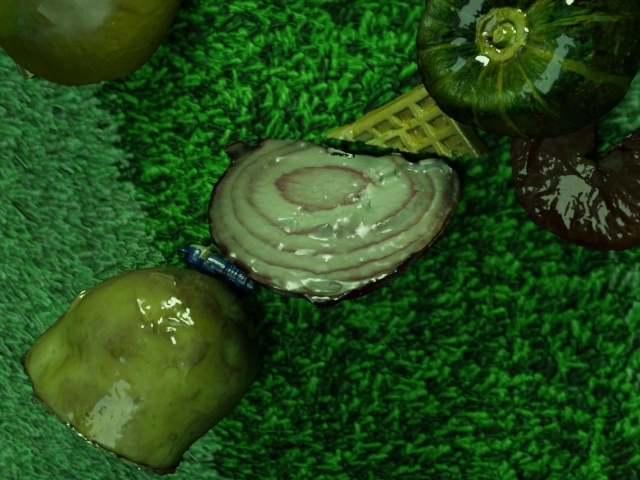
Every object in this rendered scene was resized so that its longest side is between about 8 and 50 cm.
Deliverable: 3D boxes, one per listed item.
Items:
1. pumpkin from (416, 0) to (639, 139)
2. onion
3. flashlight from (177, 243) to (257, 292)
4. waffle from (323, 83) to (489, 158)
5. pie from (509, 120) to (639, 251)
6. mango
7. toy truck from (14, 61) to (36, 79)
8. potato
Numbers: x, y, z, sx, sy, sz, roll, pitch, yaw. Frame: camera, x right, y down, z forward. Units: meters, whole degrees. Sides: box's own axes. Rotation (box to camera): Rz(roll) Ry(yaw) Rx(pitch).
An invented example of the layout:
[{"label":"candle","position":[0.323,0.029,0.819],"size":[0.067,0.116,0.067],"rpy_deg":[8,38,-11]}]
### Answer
[{"label":"pumpkin","position":[0.239,-0.230,1.602],"size":[0.260,0.189,0.260],"rpy_deg":[4,96,37]},{"label":"onion","position":[0.000,0.000,1.806],"size":[0.314,0.280,0.146],"rpy_deg":[16,137,21]},{"label":"flashlight","position":[-0.141,0.034,2.032],"size":[0.121,0.057,0.035],"rpy_deg":[26,87,7]},{"label":"waffle","position":[0.103,-0.118,1.824],"size":[0.191,0.032,0.125],"rpy_deg":[-27,103,38]},{"label":"pie","position":[0.324,-0.083,1.706],"size":[0.219,0.054,0.204],"rpy_deg":[17,122,20]},{"label":"mango","position":[-0.273,-0.347,1.802],"size":[0.253,0.182,0.365],"rpy_deg":[48,128,-1]},{"label":"toy truck","position":[-0.409,-0.282,1.993],"size":[0.063,0.052,0.123],"rpy_deg":[-13,110,39]},{"label":"potato","position":[-0.235,0.142,2.033],"size":[0.289,0.301,0.237],"rpy_deg":[22,108,-23]}]
